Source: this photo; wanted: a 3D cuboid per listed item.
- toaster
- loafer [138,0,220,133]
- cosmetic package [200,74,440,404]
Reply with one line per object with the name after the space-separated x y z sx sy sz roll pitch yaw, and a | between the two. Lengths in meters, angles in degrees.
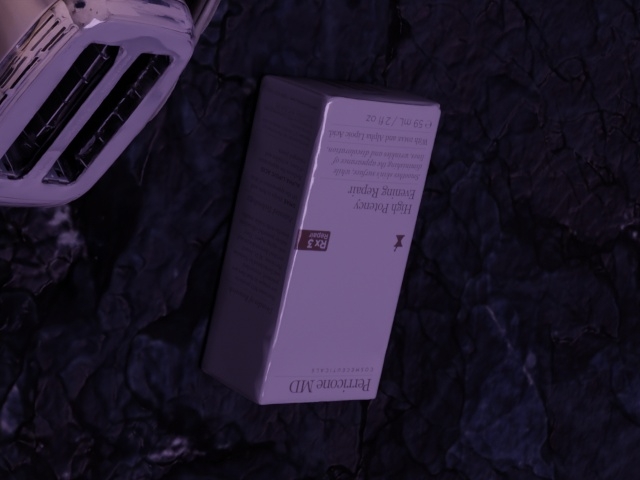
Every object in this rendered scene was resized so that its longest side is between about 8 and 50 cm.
-0.168 -0.123 1.108 0.129 0.146 0.227 5 134 -51 | toaster
-0.088 -0.200 1.222 0.112 0.111 0.319 25 91 -43 | loafer
0.000 0.000 1.396 0.117 0.085 0.231 1 105 -40 | cosmetic package
